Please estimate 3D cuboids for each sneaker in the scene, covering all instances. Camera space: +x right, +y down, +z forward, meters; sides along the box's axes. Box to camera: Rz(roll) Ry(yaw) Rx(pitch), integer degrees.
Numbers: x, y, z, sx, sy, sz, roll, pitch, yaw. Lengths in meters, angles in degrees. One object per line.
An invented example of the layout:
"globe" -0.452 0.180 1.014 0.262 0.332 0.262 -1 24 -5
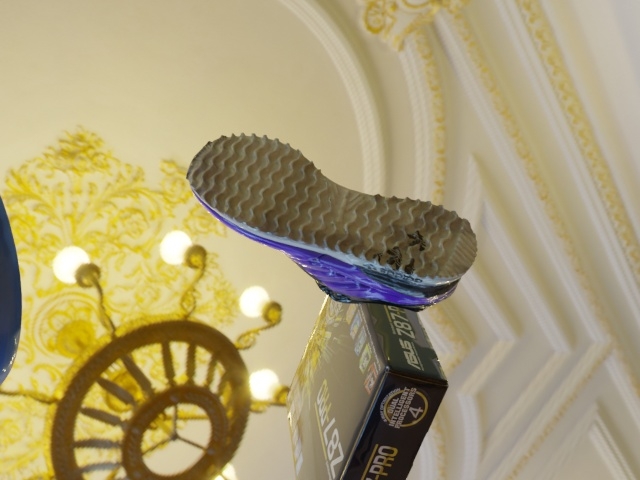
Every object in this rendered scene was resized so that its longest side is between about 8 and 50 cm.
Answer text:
"sneaker" 0.000 0.001 0.843 0.146 0.294 0.102 98 -163 -61

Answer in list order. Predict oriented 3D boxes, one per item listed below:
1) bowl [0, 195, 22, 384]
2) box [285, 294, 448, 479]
"bowl" -0.486 0.011 0.939 0.077 0.391 0.390 -22 -60 -50
"box" 0.051 0.223 1.234 0.097 0.395 0.318 14 -68 -12
